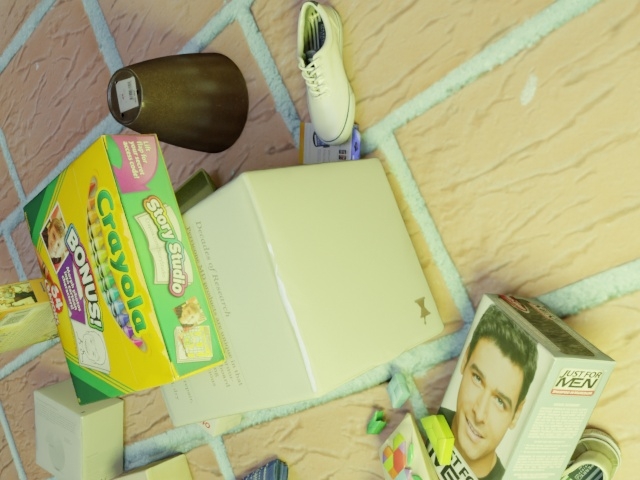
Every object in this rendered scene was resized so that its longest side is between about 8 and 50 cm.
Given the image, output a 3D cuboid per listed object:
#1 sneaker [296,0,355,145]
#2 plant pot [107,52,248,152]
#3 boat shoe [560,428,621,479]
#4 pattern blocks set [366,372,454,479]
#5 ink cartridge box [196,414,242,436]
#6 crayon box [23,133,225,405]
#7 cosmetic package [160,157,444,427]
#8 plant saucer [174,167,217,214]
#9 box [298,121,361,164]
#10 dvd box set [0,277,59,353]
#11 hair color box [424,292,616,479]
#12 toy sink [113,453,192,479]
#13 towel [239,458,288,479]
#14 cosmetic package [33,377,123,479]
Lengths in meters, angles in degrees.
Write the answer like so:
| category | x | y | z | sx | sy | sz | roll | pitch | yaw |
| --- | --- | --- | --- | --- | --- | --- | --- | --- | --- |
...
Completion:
| category | x | y | z | sx | sy | sz | roll | pitch | yaw |
| --- | --- | --- | --- | --- | --- | --- | --- | --- | --- |
| sneaker | -0.003 | -0.299 | 1.087 | 0.094 | 0.091 | 0.258 | -11 | 86 | 32 |
| plant pot | -0.303 | -0.285 | 1.231 | 0.216 | 0.230 | 0.215 | 6 | 100 | 34 |
| boat shoe | 0.356 | 0.421 | 0.956 | 0.109 | 0.094 | 0.302 | 36 | 116 | 26 |
| pattern blocks set | 0.148 | 0.405 | 1.026 | 0.324 | 0.026 | 0.285 | -117 | 40 | -56 |
| ink cartridge box | -0.243 | 0.301 | 1.363 | 0.160 | 0.093 | 0.219 | 25 | 110 | 30 |
| crayon box | -0.327 | 0.059 | 0.968 | 0.313 | 0.106 | 0.362 | -24 | 83 | 43 |
| cosmetic package | -0.075 | 0.090 | 1.043 | 0.394 | 0.330 | 0.327 | -25 | 82 | 42 |
| plant saucer | -0.267 | -0.037 | 1.358 | 0.188 | 0.045 | 0.188 | -32 | 78 | 34 |
| box | 0.021 | -0.180 | 1.144 | 0.136 | 0.028 | 0.081 | 10 | 103 | 31 |
| dvd box set | -0.608 | 0.159 | 1.399 | 0.308 | 0.420 | 0.062 | -36 | 77 | 34 |
| hair color box | 0.277 | 0.290 | 0.930 | 0.185 | 0.114 | 0.374 | -127 | 49 | -61 |
| toy sink | -0.390 | 0.672 | 1.502 | 0.153 | 0.131 | 0.234 | -28 | 76 | 35 |
| towel | -0.182 | 0.648 | 1.325 | 0.336 | 0.040 | 0.243 | -41 | 32 | 33 |
| cosmetic package | -0.664 | 0.526 | 1.668 | 0.224 | 0.138 | 0.224 | 13 | 106 | 33 |
